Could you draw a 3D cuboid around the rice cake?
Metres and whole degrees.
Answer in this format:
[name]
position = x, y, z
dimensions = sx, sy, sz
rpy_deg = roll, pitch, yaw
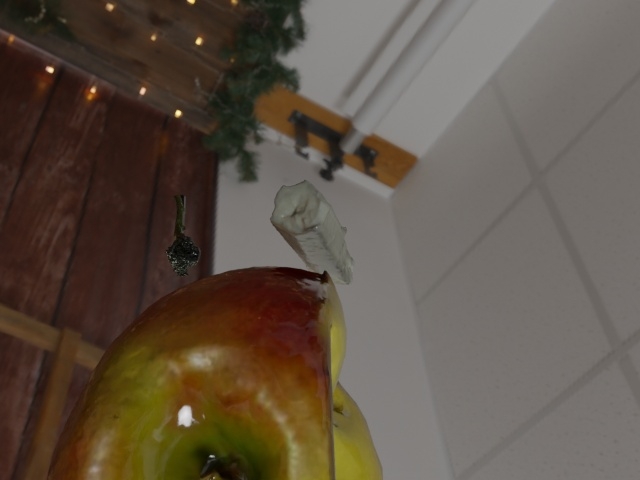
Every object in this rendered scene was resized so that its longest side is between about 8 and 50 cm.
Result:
[rice cake]
position = 0.000, 0.000, 0.824
dimensions = 0.052, 0.057, 0.256
rpy_deg = -52, 164, -6

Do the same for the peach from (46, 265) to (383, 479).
[peach]
position = -0.075, 0.184, 0.653
dimensions = 0.380, 0.242, 0.306
rpy_deg = 69, 12, -58

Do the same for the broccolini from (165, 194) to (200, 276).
[broccolini]
position = -0.190, -0.013, 1.076
dimensions = 0.044, 0.042, 0.218
rpy_deg = -34, -155, 2
